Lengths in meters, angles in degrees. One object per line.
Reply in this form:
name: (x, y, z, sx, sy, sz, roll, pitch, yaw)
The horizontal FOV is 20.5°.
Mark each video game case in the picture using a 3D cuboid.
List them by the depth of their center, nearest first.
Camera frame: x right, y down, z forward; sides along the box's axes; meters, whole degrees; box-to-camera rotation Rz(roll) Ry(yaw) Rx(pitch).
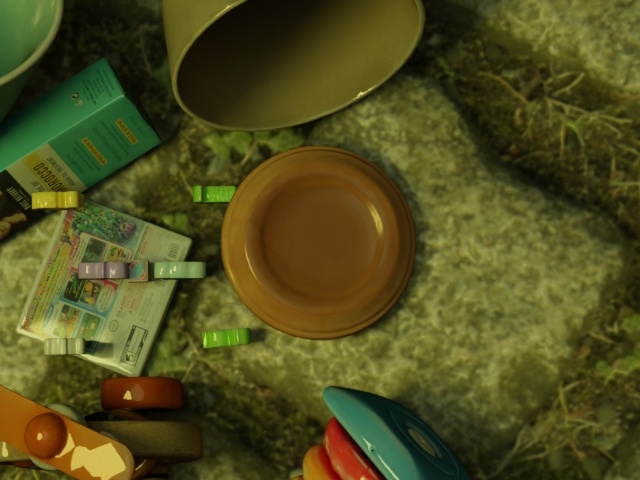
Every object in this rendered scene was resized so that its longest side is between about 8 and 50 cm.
video game case: (-0.225, 0.048, 1.847, 0.143, 0.019, 0.157, 20, 86, 10)

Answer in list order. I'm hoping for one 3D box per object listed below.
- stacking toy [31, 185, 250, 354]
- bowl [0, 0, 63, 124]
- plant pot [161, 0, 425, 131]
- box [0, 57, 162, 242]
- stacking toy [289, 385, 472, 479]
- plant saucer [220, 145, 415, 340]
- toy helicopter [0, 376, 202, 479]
stacking toy: (-0.180, 0.030, 1.801, 0.221, 0.052, 0.167, -2, 86, -3)
bowl: (-0.414, -0.191, 1.750, 0.311, 0.163, 0.312, 7, 49, -8)
plant pot: (-0.061, -0.293, 1.777, 0.256, 0.256, 0.274, -22, 64, 4)
box: (-0.294, -0.081, 1.826, 0.244, 0.100, 0.060, -32, 56, 3)
stacking toy: (-0.001, 0.299, 1.725, 0.302, 0.165, 0.175, -47, 63, 10)
plant saucer: (0.000, 0.000, 1.790, 0.200, 0.037, 0.200, 1, 83, -7)
toy helicopter: (-0.290, 0.199, 1.699, 0.355, 0.235, 0.140, 0, 82, -5)
